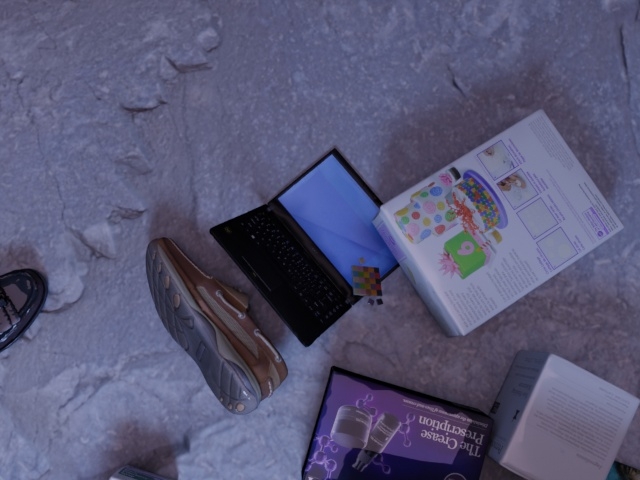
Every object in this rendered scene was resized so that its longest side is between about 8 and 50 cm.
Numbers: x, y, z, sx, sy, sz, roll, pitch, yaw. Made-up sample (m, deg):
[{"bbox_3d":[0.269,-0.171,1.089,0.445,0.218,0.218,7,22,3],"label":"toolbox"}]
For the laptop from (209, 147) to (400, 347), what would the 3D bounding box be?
[{"bbox_3d":[0.000,0.000,1.053,0.234,0.264,0.136,49,121,6],"label":"laptop"}]

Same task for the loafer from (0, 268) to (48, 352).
[{"bbox_3d":[-0.582,0.153,1.047,0.302,0.095,0.109,-37,85,-5],"label":"loafer"}]

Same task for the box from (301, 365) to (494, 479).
[{"bbox_3d":[0.118,0.327,1.032,0.261,0.103,0.184,16,85,1],"label":"box"}]

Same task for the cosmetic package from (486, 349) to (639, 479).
[{"bbox_3d":[0.361,0.287,1.012,0.151,0.151,0.184,28,82,3],"label":"cosmetic package"}]

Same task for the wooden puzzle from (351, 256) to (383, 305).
[{"bbox_3d":[0.074,0.066,1.040,0.049,0.006,0.083,6,63,-22],"label":"wooden puzzle"}]

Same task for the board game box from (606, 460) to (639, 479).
[{"bbox_3d":[0.458,0.448,1.040,0.126,0.026,0.186,19,73,2],"label":"board game box"}]

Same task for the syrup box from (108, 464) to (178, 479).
[{"bbox_3d":[-0.309,0.483,1.008,0.093,0.096,0.237,17,84,2],"label":"syrup box"}]

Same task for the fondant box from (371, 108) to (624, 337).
[{"bbox_3d":[0.286,-0.028,1.067,0.330,0.096,0.238,-31,84,-11],"label":"fondant box"}]

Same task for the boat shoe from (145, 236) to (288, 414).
[{"bbox_3d":[-0.173,0.126,1.059,0.116,0.123,0.324,-25,72,-37],"label":"boat shoe"}]
